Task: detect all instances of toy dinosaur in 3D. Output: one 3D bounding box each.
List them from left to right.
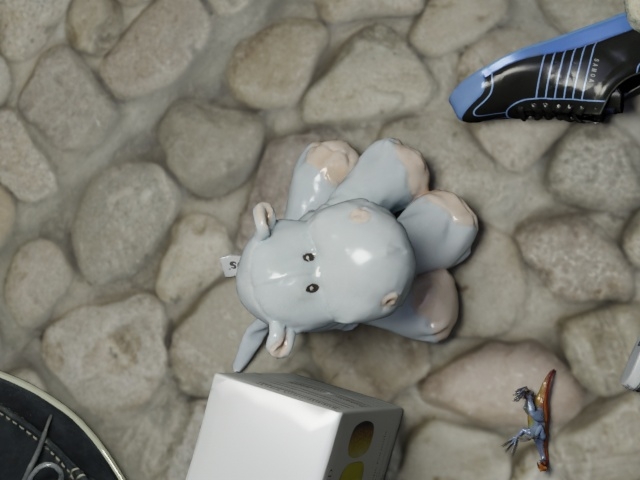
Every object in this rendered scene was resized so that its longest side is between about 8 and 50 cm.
[{"bbox_3d":[0.225,0.191,1.604,0.090,0.047,0.082,-32,95,1],"label":"toy dinosaur"}]

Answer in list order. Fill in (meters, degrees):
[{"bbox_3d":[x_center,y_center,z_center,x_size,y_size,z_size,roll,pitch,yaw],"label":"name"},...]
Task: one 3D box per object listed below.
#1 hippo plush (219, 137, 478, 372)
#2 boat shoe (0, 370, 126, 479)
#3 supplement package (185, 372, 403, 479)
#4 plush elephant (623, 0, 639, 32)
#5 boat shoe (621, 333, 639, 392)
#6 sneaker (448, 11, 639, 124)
[{"bbox_3d":[0.000,0.000,1.582,0.294,0.236,0.234,-9,83,15],"label":"hippo plush"},{"bbox_3d":[-0.292,0.315,1.685,0.500,0.156,0.187,45,100,16],"label":"boat shoe"},{"bbox_3d":[-0.024,0.214,1.566,0.134,0.244,0.139,16,90,17],"label":"supplement package"},{"bbox_3d":[0.425,-0.118,1.397,0.330,0.255,0.271,-6,108,29],"label":"plush elephant"},{"bbox_3d":[0.348,0.090,1.575,0.040,0.049,0.142,25,94,-2],"label":"boat shoe"},{"bbox_3d":[0.250,-0.155,1.603,0.232,0.081,0.090,-22,73,13],"label":"sneaker"}]
